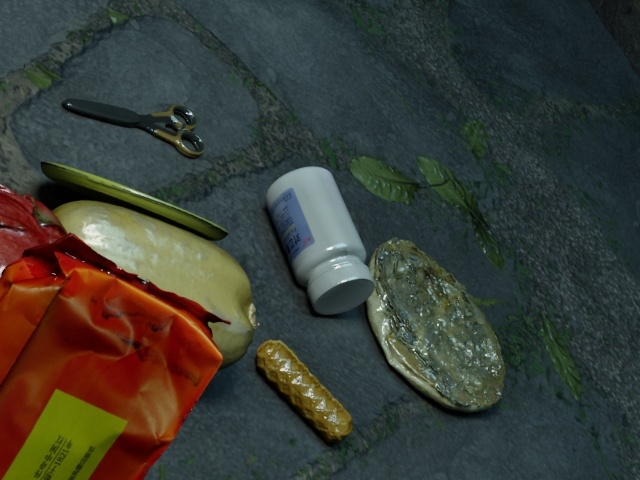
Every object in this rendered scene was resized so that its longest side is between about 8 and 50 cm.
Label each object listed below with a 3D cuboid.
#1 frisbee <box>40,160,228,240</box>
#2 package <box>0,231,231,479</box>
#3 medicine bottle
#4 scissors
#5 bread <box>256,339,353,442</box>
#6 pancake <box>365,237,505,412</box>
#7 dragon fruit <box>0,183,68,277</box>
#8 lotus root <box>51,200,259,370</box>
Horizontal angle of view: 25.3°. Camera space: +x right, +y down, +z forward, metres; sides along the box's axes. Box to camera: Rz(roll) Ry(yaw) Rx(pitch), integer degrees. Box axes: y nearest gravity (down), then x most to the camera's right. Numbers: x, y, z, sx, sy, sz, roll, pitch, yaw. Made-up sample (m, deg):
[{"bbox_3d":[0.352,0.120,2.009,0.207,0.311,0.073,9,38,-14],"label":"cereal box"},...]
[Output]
[{"bbox_3d":[-0.220,-0.044,1.673,0.236,0.017,0.236,21,-4,2],"label":"frisbee"},{"bbox_3d":[-0.261,0.197,1.233,0.196,0.423,0.123,28,6,-33],"label":"package"},{"bbox_3d":[0.000,0.000,1.931,0.103,0.103,0.186,7,50,-44],"label":"medicine bottle"},{"bbox_3d":[-0.249,-0.162,1.901,0.220,0.017,0.088,10,51,-42],"label":"scissors"},{"bbox_3d":[-0.020,0.187,1.767,0.157,0.044,0.052,47,27,-1],"label":"bread"},{"bbox_3d":[0.163,0.121,2.036,0.282,0.049,0.282,29,38,-26],"label":"pancake"},{"bbox_3d":[-0.329,0.080,1.363,0.244,0.244,0.299,28,47,-26],"label":"dragon fruit"},{"bbox_3d":[-0.223,0.048,1.594,0.343,0.151,0.169,22,54,-29],"label":"lotus root"}]
